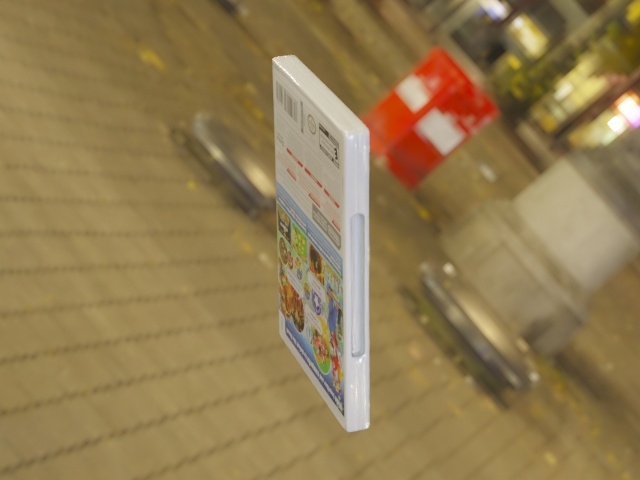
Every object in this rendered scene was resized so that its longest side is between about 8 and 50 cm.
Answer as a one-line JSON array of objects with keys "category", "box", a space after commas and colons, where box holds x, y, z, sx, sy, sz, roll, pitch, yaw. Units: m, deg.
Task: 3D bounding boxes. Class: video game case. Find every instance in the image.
[{"category": "video game case", "box": [0.000, 0.000, 0.714, 0.087, 0.011, 0.122, -130, -145, -59]}]
